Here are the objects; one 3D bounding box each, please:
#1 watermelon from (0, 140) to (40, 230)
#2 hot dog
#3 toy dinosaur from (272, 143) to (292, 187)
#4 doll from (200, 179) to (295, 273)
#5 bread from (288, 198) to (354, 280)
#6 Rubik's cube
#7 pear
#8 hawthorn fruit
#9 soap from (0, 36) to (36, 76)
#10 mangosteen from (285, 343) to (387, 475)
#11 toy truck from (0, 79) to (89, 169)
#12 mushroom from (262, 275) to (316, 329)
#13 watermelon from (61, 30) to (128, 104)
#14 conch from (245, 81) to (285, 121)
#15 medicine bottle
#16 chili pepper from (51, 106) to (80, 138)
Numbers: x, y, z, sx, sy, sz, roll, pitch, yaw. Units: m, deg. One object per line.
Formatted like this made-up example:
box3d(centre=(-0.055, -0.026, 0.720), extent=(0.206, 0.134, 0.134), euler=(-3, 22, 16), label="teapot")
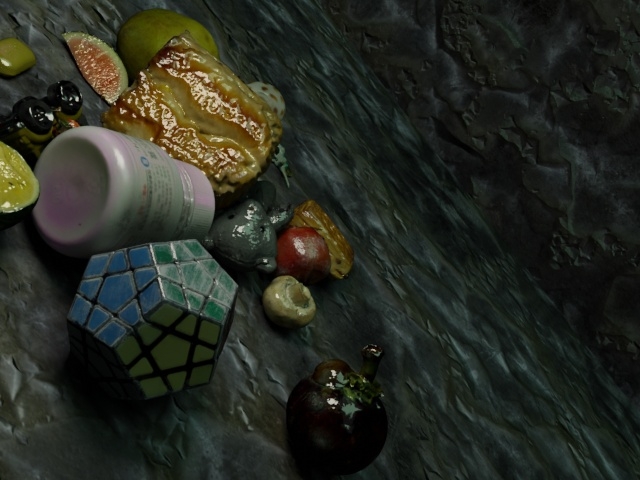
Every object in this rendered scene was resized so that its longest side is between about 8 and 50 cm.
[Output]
box3d(centre=(-0.620, -0.088, 1.358), extent=(0.204, 0.127, 0.232), euler=(-1, 51, -47), label="watermelon")
box3d(centre=(-0.286, -0.263, 1.828), extent=(0.365, 0.196, 0.367), euler=(35, 71, 1), label="hot dog")
box3d(centre=(-0.114, -0.233, 2.368), extent=(0.187, 0.044, 0.106), euler=(58, 14, 20), label="toy dinosaur")
box3d(centre=(-0.189, -0.071, 1.897), extent=(0.246, 0.158, 0.340), euler=(11, 47, -2), label="doll")
box3d(centre=(0.000, 0.000, 2.136), extent=(0.235, 0.099, 0.210), euler=(53, 11, -9), label="bread")
box3d(centre=(-0.301, 0.142, 1.379), extent=(0.319, 0.319, 0.264), euler=(67, 7, 31), label="Rubik's cube")
box3d(centre=(-0.404, -0.484, 2.045), extent=(0.321, 0.269, 0.269), euler=(37, 26, 10), label="pear")
box3d(centre=(-0.058, 0.039, 1.970), extent=(0.173, 0.173, 0.173), euler=(35, 31, -24), label="hawthorn fruit")
box3d(centre=(-0.711, -0.423, 1.739), extent=(0.089, 0.045, 0.140), euler=(40, 29, -9), label="soap")
box3d(centre=(0.055, 0.354, 1.609), extent=(0.231, 0.289, 0.231), euler=(28, 22, -13), label="mangosteen")
box3d(centre=(-0.579, -0.224, 1.598), extent=(0.165, 0.147, 0.224), euler=(64, 25, -21), label="toy truck")
box3d(centre=(-0.076, 0.152, 1.856), extent=(0.148, 0.112, 0.148), euler=(45, 23, -25), label="mushroom")
box3d(centre=(-0.572, -0.446, 1.964), extent=(0.119, 0.063, 0.245), euler=(-33, 87, -44), label="watermelon")
box3d(centre=(-0.194, -0.399, 2.345), extent=(0.149, 0.183, 0.275), euler=(13, 7, 25), label="conch")
box3d(centre=(-0.391, -0.083, 1.546), extent=(0.256, 0.256, 0.325), euler=(59, 22, 19), label="medicine bottle")
box3d(centre=(-0.500, -0.197, 1.569), extent=(0.268, 0.059, 0.050), euler=(75, -1, -64), label="chili pepper")
